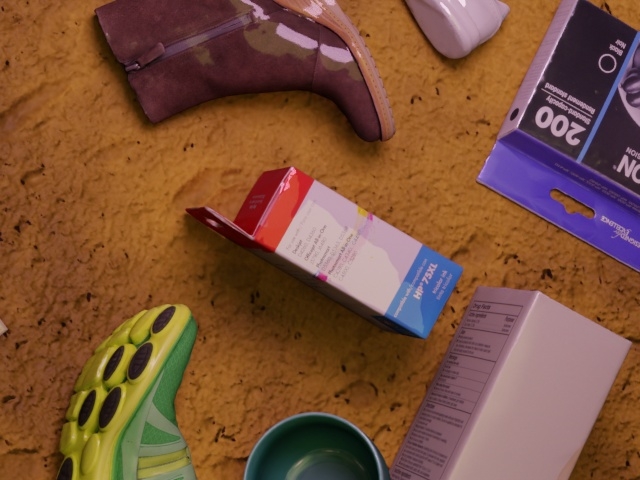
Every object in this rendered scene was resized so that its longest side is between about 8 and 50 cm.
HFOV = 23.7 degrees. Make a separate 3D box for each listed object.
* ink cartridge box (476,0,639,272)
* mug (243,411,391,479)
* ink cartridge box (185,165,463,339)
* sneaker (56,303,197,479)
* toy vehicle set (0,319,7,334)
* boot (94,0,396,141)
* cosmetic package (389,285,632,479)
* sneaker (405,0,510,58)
[{"bbox_3d":[0.289,-0.103,1.515,0.206,0.045,0.208,27,84,-12],"label":"ink cartridge box"},{"bbox_3d":[-0.003,0.242,1.398,0.129,0.097,0.157,13,77,13],"label":"mug"},{"bbox_3d":[0.000,0.000,1.396,0.231,0.134,0.078,31,83,-12],"label":"ink cartridge box"},{"bbox_3d":[-0.167,0.201,1.384,0.123,0.109,0.295,21,80,-38],"label":"sneaker"},{"bbox_3d":[-0.423,0.022,1.343,0.166,0.035,0.267,-38,98,-12],"label":"toy vehicle set"},{"bbox_3d":[-0.066,-0.160,1.424,0.207,0.090,0.248,-31,98,0],"label":"boot"},{"bbox_3d":[0.150,0.204,1.420,0.113,0.160,0.309,29,84,-13],"label":"cosmetic package"},{"bbox_3d":[0.107,-0.284,1.465,0.094,0.080,0.212,-38,105,-23],"label":"sneaker"}]
